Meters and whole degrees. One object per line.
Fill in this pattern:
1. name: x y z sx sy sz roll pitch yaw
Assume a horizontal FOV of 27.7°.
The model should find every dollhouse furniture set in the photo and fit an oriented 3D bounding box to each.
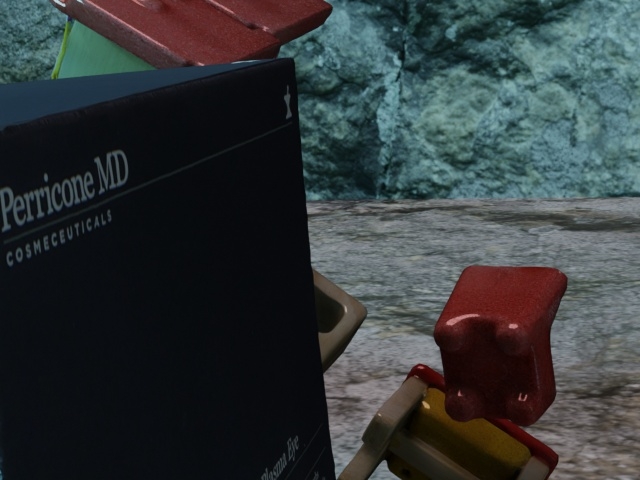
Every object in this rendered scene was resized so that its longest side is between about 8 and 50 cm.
1. dollhouse furniture set: 0.000 0.000 0.771 0.374 0.201 0.152 33 34 10

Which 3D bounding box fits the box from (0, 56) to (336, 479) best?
1. box: -0.121 0.094 0.542 0.179 0.312 0.343 -2 10 15
